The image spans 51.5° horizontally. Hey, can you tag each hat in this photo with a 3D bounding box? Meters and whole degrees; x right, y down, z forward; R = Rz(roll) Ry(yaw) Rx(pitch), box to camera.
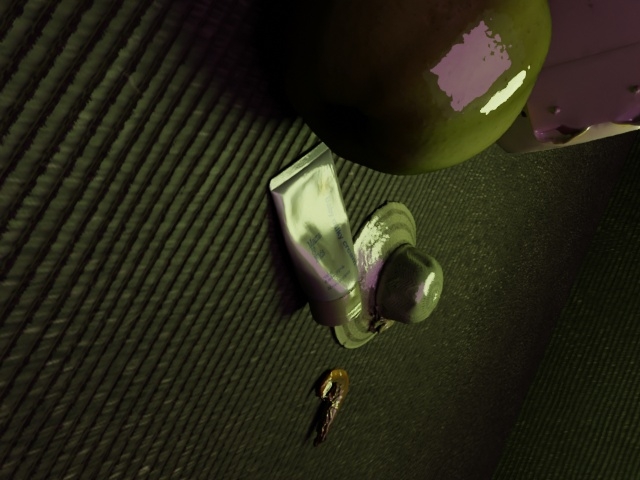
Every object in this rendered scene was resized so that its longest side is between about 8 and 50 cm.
[{"bbox_3d":[0.130,0.069,1.021,0.252,0.109,0.252,-36,137,-43],"label":"hat"}]

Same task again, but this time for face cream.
[{"bbox_3d":[0.000,0.000,0.817,0.114,0.070,0.224,-42,132,-39],"label":"face cream"}]

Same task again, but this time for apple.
[{"bbox_3d":[0.098,-0.198,0.685,0.279,0.279,0.279,-37,138,-43],"label":"apple"}]

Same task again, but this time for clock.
[{"bbox_3d":[0.400,-0.292,1.046,0.376,0.368,0.251,-35,111,-70],"label":"clock"}]

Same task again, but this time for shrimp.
[{"bbox_3d":[0.008,0.257,1.021,0.091,0.025,0.127,31,77,-60],"label":"shrimp"}]
